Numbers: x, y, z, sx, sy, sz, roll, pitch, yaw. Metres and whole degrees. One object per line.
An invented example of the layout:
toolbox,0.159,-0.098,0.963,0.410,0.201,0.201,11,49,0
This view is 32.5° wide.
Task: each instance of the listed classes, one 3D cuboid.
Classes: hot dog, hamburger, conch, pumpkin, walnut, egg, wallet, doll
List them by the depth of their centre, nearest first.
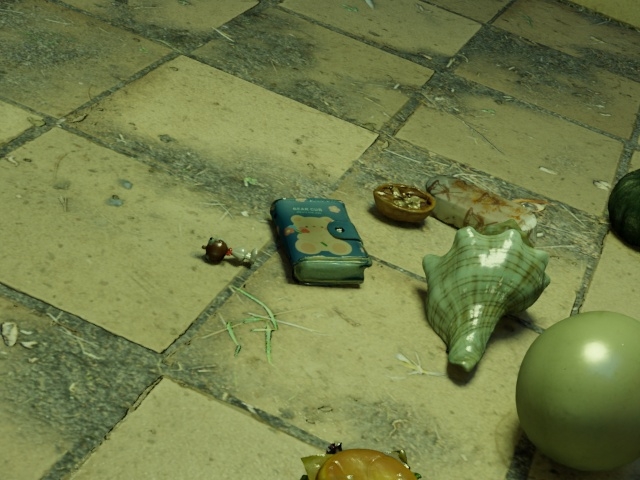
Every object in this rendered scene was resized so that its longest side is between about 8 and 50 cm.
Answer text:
hamburger,0.051,0.324,1.319,0.189,0.093,0.164,12,28,-12
egg,0.387,0.211,1.549,0.219,0.219,0.269,34,33,27
doll,-0.147,0.020,1.782,0.085,0.040,0.058,22,20,10
conch,0.262,0.060,1.800,0.203,0.169,0.386,2,20,27
wallet,0.000,0.001,1.864,0.141,0.059,0.202,0,32,-15
walnut,0.152,-0.063,2.050,0.121,0.052,0.091,10,32,-7
hot dog,0.300,-0.053,2.098,0.252,0.069,0.131,27,40,22
pumpkin,0.689,-0.064,2.226,0.211,0.152,0.211,0,42,0
